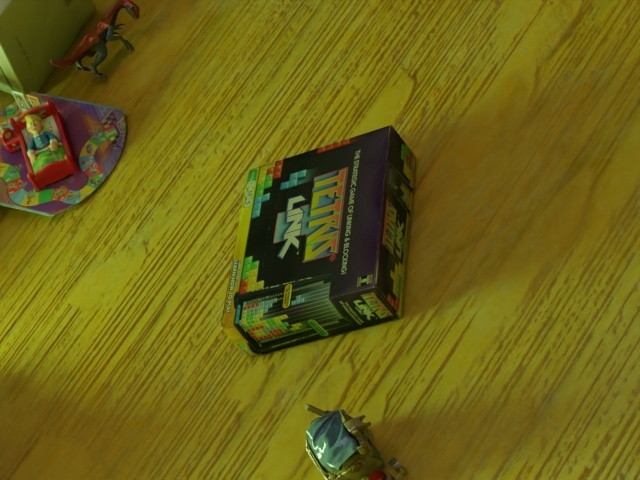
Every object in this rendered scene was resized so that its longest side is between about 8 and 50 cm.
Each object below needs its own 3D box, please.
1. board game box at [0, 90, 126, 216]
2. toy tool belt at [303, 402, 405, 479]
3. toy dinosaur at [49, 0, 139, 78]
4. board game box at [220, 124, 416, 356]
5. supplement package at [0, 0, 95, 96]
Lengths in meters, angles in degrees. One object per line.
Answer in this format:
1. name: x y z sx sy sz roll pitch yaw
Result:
1. board game box: -0.272 -0.093 1.678 0.169 0.033 0.133 12 61 29
2. toy tool belt: 0.019 0.148 1.241 0.052 0.051 0.083 -44 40 -4
3. toy dinosaur: -0.215 -0.204 1.743 0.047 0.090 0.082 25 103 32
4. board game box: 0.000 0.000 1.396 0.141 0.048 0.170 -18 45 27
5. supplement package: -0.382 -0.269 1.806 0.244 0.139 0.134 23 67 20
